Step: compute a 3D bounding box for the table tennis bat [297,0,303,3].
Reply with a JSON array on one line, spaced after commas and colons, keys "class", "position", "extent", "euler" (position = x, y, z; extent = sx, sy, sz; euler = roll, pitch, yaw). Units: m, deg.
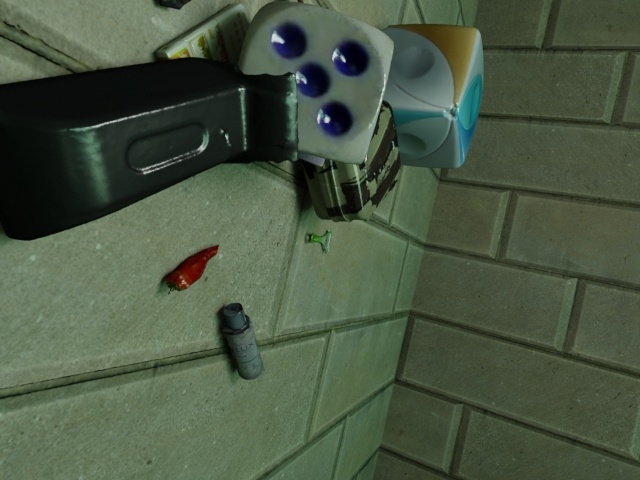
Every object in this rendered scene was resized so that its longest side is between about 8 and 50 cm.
[{"class": "table tennis bat", "position": [-0.109, -0.524, 0.895], "extent": [0.170, 0.119, 0.107], "euler": [-73, 141, -73]}]

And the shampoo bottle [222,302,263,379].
[{"class": "shampoo bottle", "position": [-0.182, 0.236, 1.019], "extent": [0.072, 0.072, 0.213], "euler": [-51, 144, -44]}]

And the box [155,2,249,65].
[{"class": "box", "position": [-0.191, -0.324, 0.780], "extent": [0.220, 0.032, 0.122], "euler": [-57, 149, -37]}]

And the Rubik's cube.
[{"class": "Rubik's cube", "position": [0.336, -0.470, 1.460], "extent": [0.347, 0.352, 0.351], "euler": [-70, 157, -15]}]

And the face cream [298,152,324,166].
[{"class": "face cream", "position": [-0.027, -0.316, 1.039], "extent": [0.096, 0.154, 0.273], "euler": [-37, -148, 65]}]

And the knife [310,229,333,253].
[{"class": "knife", "position": [-0.002, 0.000, 1.344], "extent": [0.166, 0.023, 0.078], "euler": [9, 86, -67]}]

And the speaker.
[{"class": "speaker", "position": [-0.216, -0.137, 0.593], "extent": [0.388, 0.184, 0.180], "euler": [-39, 137, -45]}]

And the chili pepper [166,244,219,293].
[{"class": "chili pepper", "position": [-0.238, 0.046, 0.842], "extent": [0.178, 0.045, 0.027], "euler": [-50, 153, -55]}]

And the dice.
[{"class": "dice", "position": [-0.010, -0.289, 0.831], "extent": [0.259, 0.252, 0.243], "euler": [-81, -173, -79]}]

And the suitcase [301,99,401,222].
[{"class": "suitcase", "position": [0.082, -0.256, 1.215], "extent": [0.351, 0.194, 0.339], "euler": [-50, 134, -46]}]

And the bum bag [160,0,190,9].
[{"class": "bum bag", "position": [-0.227, -0.417, 0.658], "extent": [0.058, 0.034, 0.124], "euler": [-29, 128, -41]}]
